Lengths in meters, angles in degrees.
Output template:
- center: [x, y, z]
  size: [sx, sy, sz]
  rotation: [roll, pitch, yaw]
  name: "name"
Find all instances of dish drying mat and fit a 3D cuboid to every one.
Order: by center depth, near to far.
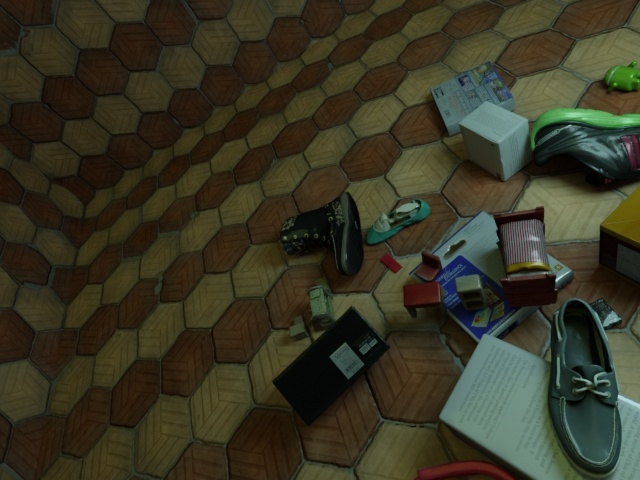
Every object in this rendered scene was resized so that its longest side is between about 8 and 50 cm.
- center: [0.235, 0.075, 1.339]
  size: [0.032, 0.008, 0.083]
  rotation: [-42, 44, -3]
  name: "dish drying mat"

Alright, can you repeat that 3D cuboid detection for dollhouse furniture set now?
- center: [0.396, 0.066, 1.050]
  size: [0.374, 0.152, 0.201]
  rotation: [-11, 53, 26]
  name: "dollhouse furniture set"
- center: [-0.047, 0.213, 1.348]
  size: [0.161, 0.101, 0.182]
  rotation: [-26, 47, 14]
  name: "dollhouse furniture set"

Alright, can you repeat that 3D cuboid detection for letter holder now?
- center: [0.039, 0.353, 1.175]
  size: [0.302, 0.214, 0.152]
  rotation: [-43, 77, -4]
  name: "letter holder"

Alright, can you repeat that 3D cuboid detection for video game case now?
- center: [0.579, -0.549, 1.556]
  size: [0.244, 0.061, 0.269]
  rotation: [-21, 48, 20]
  name: "video game case"

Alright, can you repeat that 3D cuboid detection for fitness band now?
- center: [0.310, 0.598, 0.867]
  size: [0.291, 0.054, 0.209]
  rotation: [-21, 51, 19]
  name: "fitness band"

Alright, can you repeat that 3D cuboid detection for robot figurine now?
- center: [0.965, -0.518, 1.281]
  size: [0.101, 0.067, 0.115]
  rotation: [-51, 45, 6]
  name: "robot figurine"

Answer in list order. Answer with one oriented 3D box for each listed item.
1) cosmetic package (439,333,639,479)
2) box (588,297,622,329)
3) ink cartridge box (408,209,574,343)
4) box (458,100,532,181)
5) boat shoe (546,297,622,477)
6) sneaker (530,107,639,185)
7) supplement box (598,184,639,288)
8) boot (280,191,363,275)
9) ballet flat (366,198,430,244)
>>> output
- center: [0.506, 0.404, 0.807]
  size: [0.453, 0.161, 0.230]
  rotation: [22, 69, 42]
  name: "cosmetic package"
- center: [0.664, 0.186, 0.972]
  size: [0.083, 0.018, 0.067]
  rotation: [-30, 46, 10]
  name: "box"
- center: [0.463, 0.102, 1.134]
  size: [0.303, 0.072, 0.307]
  rotation: [-41, 44, 1]
  name: "ink cartridge box"
- center: [0.568, -0.322, 1.305]
  size: [0.119, 0.181, 0.182]
  rotation: [-38, 45, 1]
  name: "box"
- center: [0.487, 0.257, 0.752]
  size: [0.116, 0.099, 0.319]
  rotation: [-3, 52, 28]
  name: "boat shoe"
- center: [0.841, -0.243, 1.109]
  size: [0.483, 0.185, 0.202]
  rotation: [16, 104, 31]
  name: "sneaker"
- center: [0.774, -0.017, 0.932]
  size: [0.191, 0.194, 0.129]
  rotation: [-43, 45, -3]
  name: "supplement box"
- center: [0.000, 0.000, 1.454]
  size: [0.284, 0.138, 0.377]
  rotation: [-18, 46, 19]
  name: "boot"
- center: [0.254, -0.074, 1.384]
  size: [0.247, 0.087, 0.083]
  rotation: [-28, 47, 12]
  name: "ballet flat"
